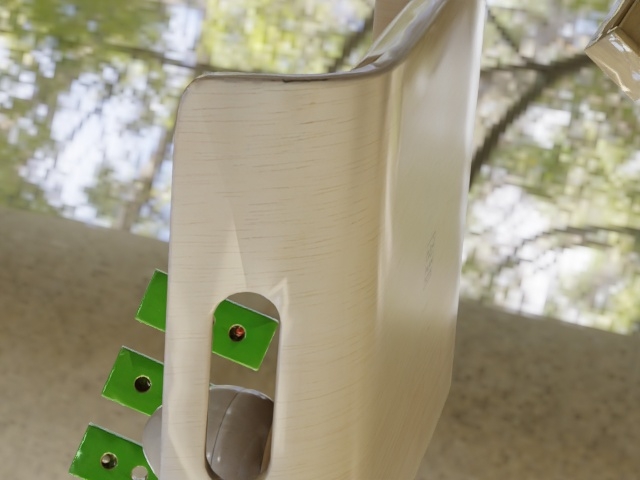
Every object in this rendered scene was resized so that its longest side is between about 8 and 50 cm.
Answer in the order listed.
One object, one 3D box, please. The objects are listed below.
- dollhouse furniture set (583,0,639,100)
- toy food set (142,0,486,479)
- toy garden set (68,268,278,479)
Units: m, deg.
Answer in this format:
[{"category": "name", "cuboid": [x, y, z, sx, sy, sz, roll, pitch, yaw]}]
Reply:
[{"category": "dollhouse furniture set", "cuboid": [0.268, -0.126, 1.020, 0.161, 0.101, 0.182, 42, -122, -10]}, {"category": "toy food set", "cuboid": [0.000, 0.000, 0.747, 0.306, 0.092, 0.220, -57, -27, -65]}, {"category": "toy garden set", "cuboid": [-0.089, 0.173, 1.505, 0.049, 0.203, 0.244, -130, 64, -84]}]
